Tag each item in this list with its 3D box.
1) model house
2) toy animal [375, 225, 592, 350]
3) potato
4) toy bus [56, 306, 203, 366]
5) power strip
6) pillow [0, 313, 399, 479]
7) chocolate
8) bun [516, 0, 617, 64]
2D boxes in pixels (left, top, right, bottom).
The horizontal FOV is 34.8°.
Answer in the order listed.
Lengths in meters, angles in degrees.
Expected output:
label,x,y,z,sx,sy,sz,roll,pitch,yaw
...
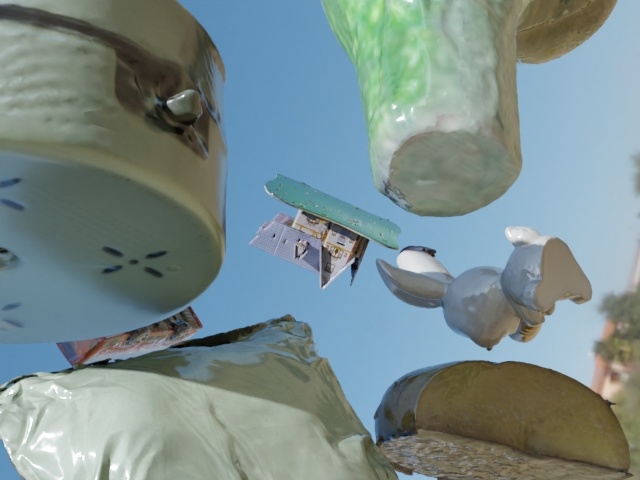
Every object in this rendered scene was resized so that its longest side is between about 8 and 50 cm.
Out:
label,x,y,z,sx,sy,sz,roll,pitch,yaw
model house,0.000,0.000,1.182,0.117,0.167,0.088,-74,8,-74
toy animal,0.156,0.045,0.970,0.131,0.181,0.127,-11,-99,-49
potato,0.162,0.180,0.984,0.138,0.243,0.098,128,153,-56
toy bus,-0.204,0.092,1.095,0.077,0.065,0.192,-39,-16,16
power strip,-0.223,-0.058,0.736,0.357,0.357,0.161,62,-157,-61
pillow,-0.078,0.190,0.776,0.310,0.283,0.138,-5,-35,-36
chocolate,0.040,-0.141,0.446,0.110,0.110,0.291,74,-169,-53
bun,0.232,-0.319,1.155,0.141,0.239,0.239,-178,100,-84
